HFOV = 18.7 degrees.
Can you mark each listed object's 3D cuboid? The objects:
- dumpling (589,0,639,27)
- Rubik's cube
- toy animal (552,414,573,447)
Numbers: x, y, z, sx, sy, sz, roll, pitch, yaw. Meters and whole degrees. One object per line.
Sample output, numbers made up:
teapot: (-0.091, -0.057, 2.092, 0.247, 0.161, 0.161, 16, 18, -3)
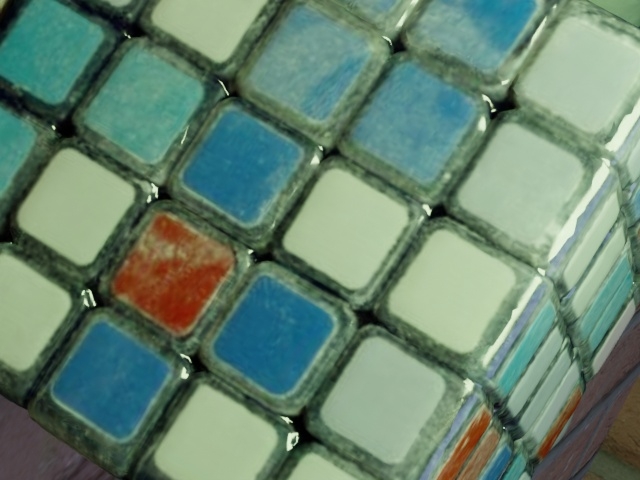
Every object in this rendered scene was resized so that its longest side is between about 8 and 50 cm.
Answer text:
dumpling: (0.255, -0.249, 1.619, 0.149, 0.105, 0.216, -37, 152, -52)
Rubik's cube: (-0.006, 0.001, 0.968, 0.287, 0.293, 0.292, -57, 165, -5)
toy animal: (0.190, 0.127, 1.969, 0.249, 0.174, 0.289, -60, 163, 7)
